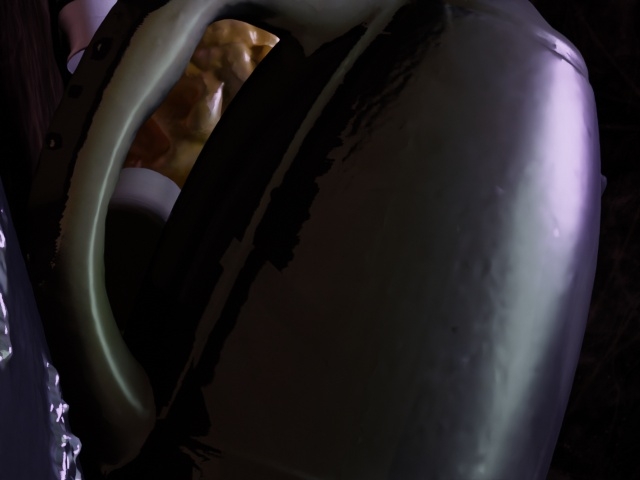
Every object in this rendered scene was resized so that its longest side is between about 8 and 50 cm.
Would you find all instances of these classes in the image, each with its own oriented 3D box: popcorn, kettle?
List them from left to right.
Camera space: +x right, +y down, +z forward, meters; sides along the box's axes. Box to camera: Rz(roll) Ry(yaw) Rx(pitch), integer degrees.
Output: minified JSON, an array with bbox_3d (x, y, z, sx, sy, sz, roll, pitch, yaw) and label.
[{"bbox_3d":[-0.081,-0.083,1.358,0.170,0.180,0.180,-27,114,-51],"label":"popcorn"},{"bbox_3d":[0.000,0.000,0.997,0.228,0.321,0.324,3,-110,58],"label":"kettle"}]

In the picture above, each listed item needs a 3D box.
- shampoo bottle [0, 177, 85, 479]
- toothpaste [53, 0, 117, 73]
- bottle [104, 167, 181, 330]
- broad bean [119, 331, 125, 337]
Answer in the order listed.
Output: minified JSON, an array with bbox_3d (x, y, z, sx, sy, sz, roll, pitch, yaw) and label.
[{"bbox_3d":[-0.083,0.105,0.483,0.309,0.071,0.098,86,-7,-50],"label":"shampoo bottle"},{"bbox_3d":[-0.165,-0.201,1.323,0.071,0.045,0.194,108,-30,-66],"label":"toothpaste"},{"bbox_3d":[-0.113,0.002,1.158,0.201,0.072,0.072,-107,-171,-81],"label":"bottle"},{"bbox_3d":[-0.109,0.128,1.274,0.070,0.048,0.214,113,-32,-83],"label":"broad bean"}]
